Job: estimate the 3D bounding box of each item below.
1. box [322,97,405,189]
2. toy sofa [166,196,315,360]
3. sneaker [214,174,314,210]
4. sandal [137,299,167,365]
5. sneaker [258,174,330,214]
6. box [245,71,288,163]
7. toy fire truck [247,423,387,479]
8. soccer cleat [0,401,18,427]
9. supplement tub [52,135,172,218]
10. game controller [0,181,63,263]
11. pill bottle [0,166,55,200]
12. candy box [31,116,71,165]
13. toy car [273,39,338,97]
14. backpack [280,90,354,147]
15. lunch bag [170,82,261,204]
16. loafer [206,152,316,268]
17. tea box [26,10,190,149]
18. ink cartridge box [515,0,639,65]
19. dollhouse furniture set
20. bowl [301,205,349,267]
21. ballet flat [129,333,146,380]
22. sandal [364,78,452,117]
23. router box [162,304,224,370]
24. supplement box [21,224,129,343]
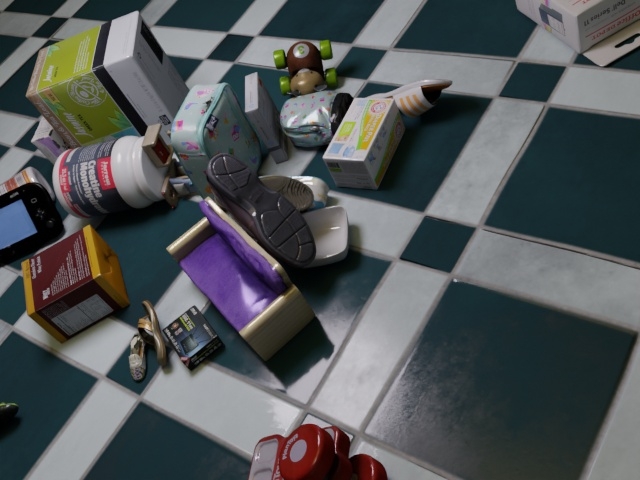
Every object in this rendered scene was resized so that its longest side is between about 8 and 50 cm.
[{"bbox_3d":[0.107,-0.231,1.717,0.114,0.103,0.203,7,56,30],"label":"box"},{"bbox_3d":[-0.187,0.072,1.554,0.150,0.177,0.362,-41,47,-9],"label":"toy sofa"},{"bbox_3d":[-0.121,-0.102,1.652,0.221,0.118,0.083,3,88,5],"label":"sneaker"},{"bbox_3d":[-0.377,0.203,1.605,0.049,0.072,0.180,-14,49,-15],"label":"sandal"},{"bbox_3d":[-0.093,-0.095,1.714,0.228,0.087,0.092,-1,60,30],"label":"sneaker"},{"bbox_3d":[-0.135,-0.308,1.841,0.038,0.186,0.145,-16,48,13],"label":"box"},{"bbox_3d":[-0.042,0.455,1.196,0.253,0.169,0.302,-26,40,38],"label":"toy fire truck"},{"bbox_3d":[-0.744,0.422,1.617,0.178,0.060,0.072,-30,55,9],"label":"soccer cleat"},{"bbox_3d":[-0.543,-0.169,1.917,0.272,0.191,0.191,-9,49,19],"label":"supplement tub"},{"bbox_3d":[-0.868,-0.034,1.993,0.319,0.167,0.067,-24,14,5],"label":"game controller"},{"bbox_3d":[-0.884,-0.107,2.078,0.216,0.121,0.121,-33,46,-2],"label":"pill bottle"},{"bbox_3d":[-0.750,-0.312,2.154,0.070,0.165,0.196,-11,49,20],"label":"candy box"},{"bbox_3d":[-0.038,-0.425,1.894,0.155,0.149,0.188,-10,32,6],"label":"toy car"},{"bbox_3d":[-0.008,-0.304,1.827,0.181,0.115,0.152,-4,54,26],"label":"backpack"},{"bbox_3d":[-0.244,-0.237,1.769,0.107,0.279,0.224,4,52,24],"label":"lunch bag"},{"bbox_3d":[-0.129,-0.056,1.556,0.302,0.095,0.109,47,61,2],"label":"loafer"},{"bbox_3d":[-0.571,-0.400,2.030,0.323,0.329,0.220,-17,48,14],"label":"tea box"},{"bbox_3d":[0.643,-0.582,1.742,0.207,0.119,0.353,-30,46,-1],"label":"ink cartridge box"},{"bbox_3d":[-0.353,-0.194,1.851,0.129,0.184,0.129,-9,50,19],"label":"dollhouse furniture set"},{"bbox_3d":[0.000,0.000,1.608,0.142,0.053,0.142,-12,50,15],"label":"bowl"},{"bbox_3d":[-0.406,0.253,1.602,0.041,0.041,0.114,-18,47,11],"label":"ballet flat"},{"bbox_3d":[0.212,-0.333,1.769,0.265,0.102,0.076,-8,90,46],"label":"sandal"},{"bbox_3d":[-0.277,0.210,1.576,0.092,0.038,0.122,-38,47,-9],"label":"router box"},{"bbox_3d":[-0.593,0.104,1.755,0.194,0.129,0.191,-30,46,0],"label":"supplement box"}]
